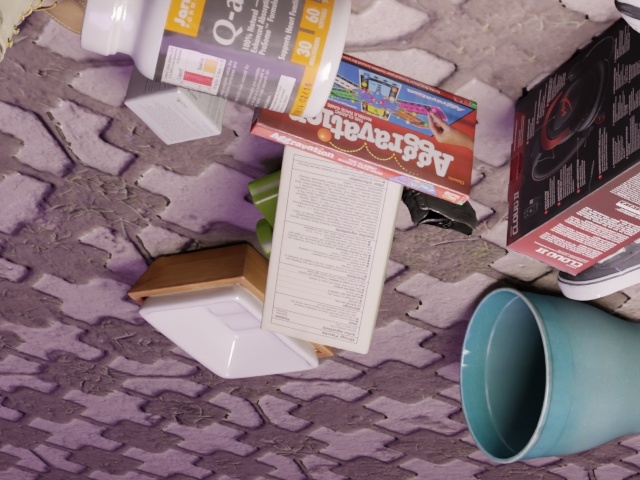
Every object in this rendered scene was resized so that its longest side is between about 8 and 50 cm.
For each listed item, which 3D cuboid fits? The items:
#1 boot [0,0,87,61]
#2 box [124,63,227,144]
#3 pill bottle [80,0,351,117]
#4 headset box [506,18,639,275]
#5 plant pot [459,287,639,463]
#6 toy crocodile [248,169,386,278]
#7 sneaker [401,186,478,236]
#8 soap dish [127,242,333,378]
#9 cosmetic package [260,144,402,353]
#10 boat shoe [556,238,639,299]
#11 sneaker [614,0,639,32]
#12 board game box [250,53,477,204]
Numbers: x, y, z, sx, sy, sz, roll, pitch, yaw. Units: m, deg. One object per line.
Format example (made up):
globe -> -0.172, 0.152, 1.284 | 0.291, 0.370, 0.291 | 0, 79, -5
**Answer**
boot -> -0.340, -0.262, 1.422 | 0.077, 0.165, 0.213 | -10, 144, 31
box -> -0.175, -0.191, 1.568 | 0.087, 0.101, 0.102 | -8, 147, 28
pill bottle -> -0.116, -0.243, 1.401 | 0.278, 0.162, 0.162 | 13, 150, -9
headset box -> 0.329, -0.109, 1.461 | 0.110, 0.218, 0.293 | 21, 147, -21
plant pot -> 0.395, 0.217, 1.996 | 0.255, 0.272, 0.272 | 4, 154, -22
toy crocodile -> 0.000, 0.000, 1.871 | 0.115, 0.105, 0.340 | -24, 137, 19
sneaker -> 0.133, -0.062, 1.726 | 0.170, 0.089, 0.051 | 12, 150, -6
soap dish -> -0.142, 0.119, 2.088 | 0.228, 0.118, 0.291 | -9, 146, 29
cosmetic package -> 0.020, -0.010, 1.695 | 0.160, 0.113, 0.309 | 14, 127, 5
boat shoe -> 0.428, 0.005, 1.765 | 0.102, 0.108, 0.301 | 53, 151, -9
sneaker -> 0.383, -0.306, 1.152 | 0.210, 0.137, 0.365 | 29, 155, -33
board game box -> 0.059, -0.150, 1.534 | 0.281, 0.145, 0.027 | 18, 150, -16
